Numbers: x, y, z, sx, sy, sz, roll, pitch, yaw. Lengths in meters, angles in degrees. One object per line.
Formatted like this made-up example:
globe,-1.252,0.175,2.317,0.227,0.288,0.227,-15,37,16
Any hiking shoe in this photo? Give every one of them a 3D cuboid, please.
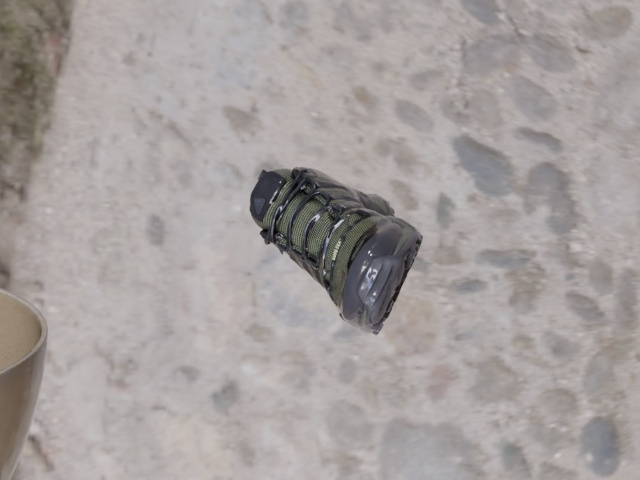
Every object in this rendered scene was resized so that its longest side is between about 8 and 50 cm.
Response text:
hiking shoe,0.000,0.000,1.085,0.114,0.227,0.086,22,97,-10

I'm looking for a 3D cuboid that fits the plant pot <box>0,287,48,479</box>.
plant pot,-0.339,0.151,1.073,0.284,0.284,0.190,11,107,25
